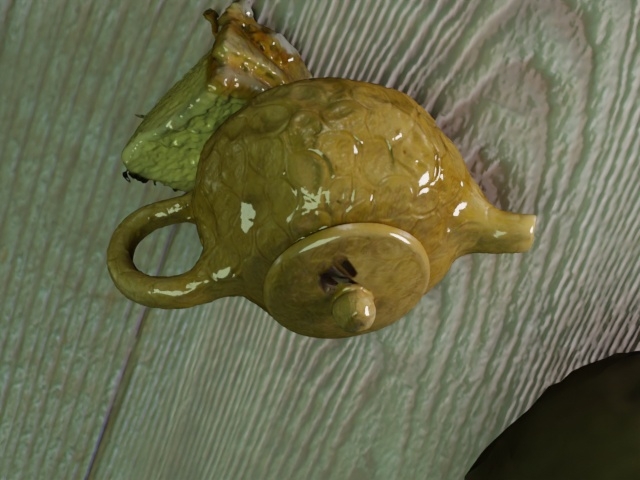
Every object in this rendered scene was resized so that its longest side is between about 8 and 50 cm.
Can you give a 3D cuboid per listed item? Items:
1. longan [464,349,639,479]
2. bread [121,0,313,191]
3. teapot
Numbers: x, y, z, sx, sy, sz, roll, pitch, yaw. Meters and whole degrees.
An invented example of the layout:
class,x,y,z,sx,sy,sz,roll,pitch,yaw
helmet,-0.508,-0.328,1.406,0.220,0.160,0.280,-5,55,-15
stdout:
class,x,y,z,sx,sy,sz,roll,pitch,yaw
longan,0.271,0.296,0.729,0.404,0.404,0.435,17,113,10
bread,-0.065,-0.088,0.867,0.152,0.127,0.147,41,115,-18
teapot,0.000,0.000,0.799,0.311,0.167,0.203,-9,138,-3
